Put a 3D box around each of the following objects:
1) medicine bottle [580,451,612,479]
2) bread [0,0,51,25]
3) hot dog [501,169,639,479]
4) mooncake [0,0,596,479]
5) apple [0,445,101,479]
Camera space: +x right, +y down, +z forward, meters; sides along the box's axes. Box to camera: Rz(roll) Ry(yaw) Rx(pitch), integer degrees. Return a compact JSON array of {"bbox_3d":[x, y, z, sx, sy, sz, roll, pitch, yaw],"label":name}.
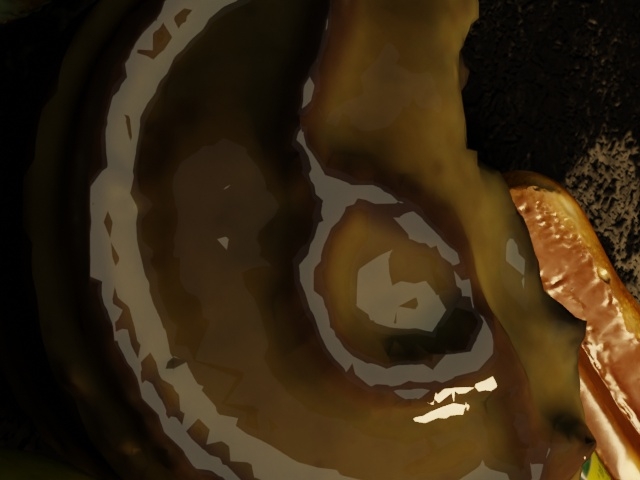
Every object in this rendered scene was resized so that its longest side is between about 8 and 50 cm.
[{"bbox_3d":[0.203,0.283,1.000,0.141,0.141,0.293,-44,112,-32],"label":"medicine bottle"},{"bbox_3d":[-0.174,-0.226,0.778,0.196,0.102,0.138,-43,109,-30],"label":"bread"},{"bbox_3d":[0.207,0.096,1.048,0.135,0.100,0.337,-44,111,-22],"label":"hot dog"},{"bbox_3d":[0.000,0.000,0.783,0.394,0.246,0.393,39,69,-16],"label":"mooncake"},{"bbox_3d":[-0.175,0.226,0.656,0.261,0.261,0.194,57,26,-20],"label":"apple"}]
